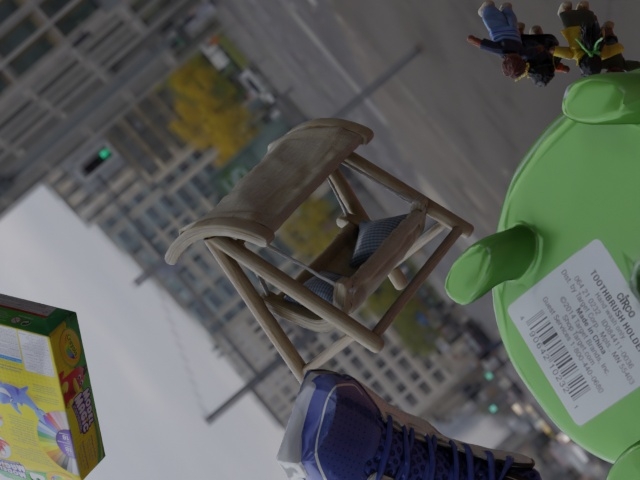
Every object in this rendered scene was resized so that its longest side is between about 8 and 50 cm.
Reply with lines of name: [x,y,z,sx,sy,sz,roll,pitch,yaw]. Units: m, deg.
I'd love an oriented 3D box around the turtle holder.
turtle holder: [0.252,-0.016,0.873,0.227,0.320,0.243,-12,-143,-45]

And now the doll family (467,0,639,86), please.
doll family: [0.250,-0.204,1.561,0.076,0.193,0.111,89,177,-49]

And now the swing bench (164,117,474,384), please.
swing bench: [0.000,0.000,1.737,0.255,0.253,0.165,45,137,-3]

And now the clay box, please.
clay box: [-0.303,0.165,1.539,0.127,0.053,0.222,12,127,25]

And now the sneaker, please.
sneaker: [0.110,0.223,1.416,0.182,0.127,0.315,1,153,35]
